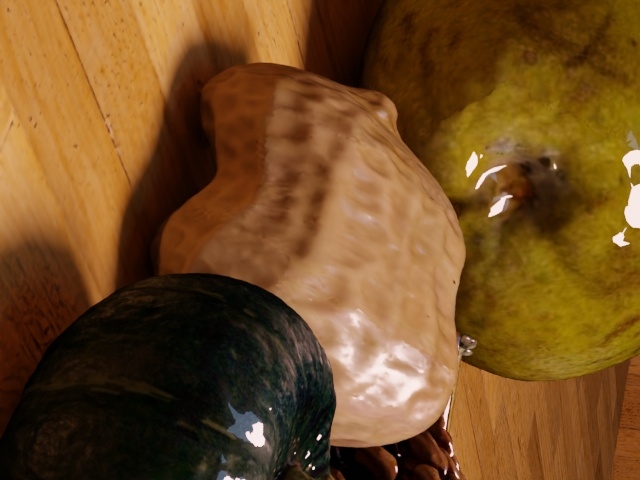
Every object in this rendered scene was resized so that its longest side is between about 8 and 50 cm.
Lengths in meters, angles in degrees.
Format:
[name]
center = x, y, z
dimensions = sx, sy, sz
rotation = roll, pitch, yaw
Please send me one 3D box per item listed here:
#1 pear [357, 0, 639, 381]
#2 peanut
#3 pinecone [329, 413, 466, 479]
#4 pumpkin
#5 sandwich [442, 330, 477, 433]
[pear]
center = 0.183, -0.073, 1.352
dimensions = 0.413, 0.352, 0.352
rotation = -33, 126, -68
[peanut]
center = 0.000, 0.000, 1.013
dimensions = 0.196, 0.110, 0.233
rotation = 29, 56, -26
[pinecone]
center = 0.010, 0.172, 1.071
dimensions = 0.186, 0.168, 0.212
rotation = 57, 12, 25
[pumpkin]
center = -0.062, 0.119, 0.833
dimensions = 0.211, 0.152, 0.212
rotation = -52, 153, -40
[sandwich]
center = 0.031, 0.169, 1.239
dimensions = 0.122, 0.128, 0.236
rotation = 17, 82, -78
